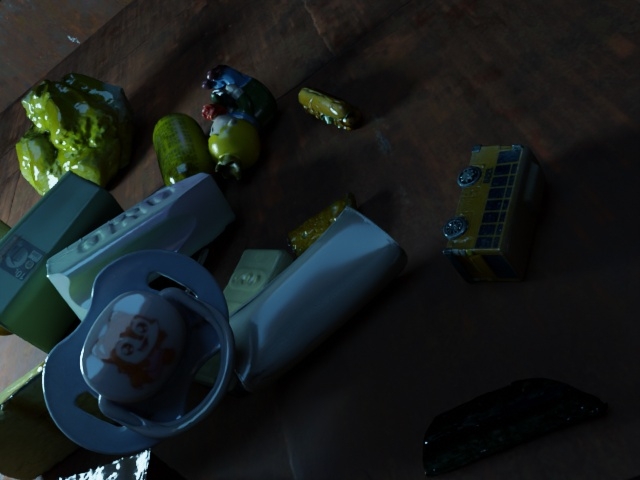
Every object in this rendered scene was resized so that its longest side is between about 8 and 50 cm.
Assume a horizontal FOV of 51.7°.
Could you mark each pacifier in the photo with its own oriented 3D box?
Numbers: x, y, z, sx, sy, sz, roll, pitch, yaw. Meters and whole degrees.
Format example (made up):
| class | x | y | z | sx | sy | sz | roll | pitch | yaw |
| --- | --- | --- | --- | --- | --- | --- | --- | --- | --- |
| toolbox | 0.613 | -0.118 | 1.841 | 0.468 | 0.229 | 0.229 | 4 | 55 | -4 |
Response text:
| class | x | y | z | sx | sy | sz | roll | pitch | yaw |
| --- | --- | --- | --- | --- | --- | --- | --- | --- | --- |
| pacifier | -0.255 | 0.170 | 0.989 | 0.300 | 0.244 | 0.233 | -61 | 5 | -14 |

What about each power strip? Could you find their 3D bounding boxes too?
| class | x | y | z | sx | sy | sz | roll | pitch | yaw |
| --- | --- | --- | --- | --- | --- | --- | --- | --- | --- |
| power strip | -0.124 | 0.123 | 1.088 | 0.105 | 0.070 | 0.257 | 2 | 56 | 42 |

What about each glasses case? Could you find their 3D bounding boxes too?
| class | x | y | z | sx | sy | sz | roll | pitch | yaw |
| --- | --- | --- | --- | --- | --- | --- | --- | --- | --- |
| glasses case | -0.016 | 0.087 | 0.988 | 0.308 | 0.083 | 0.128 | -41 | 67 | 4 |

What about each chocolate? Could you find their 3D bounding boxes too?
| class | x | y | z | sx | sy | sz | roll | pitch | yaw |
| --- | --- | --- | --- | --- | --- | --- | --- | --- | --- |
| chocolate | -0.333 | 0.412 | 0.984 | 0.321 | 0.112 | 0.112 | -26 | 39 | 24 |

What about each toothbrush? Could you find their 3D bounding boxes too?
| class | x | y | z | sx | sy | sz | roll | pitch | yaw |
| --- | --- | --- | --- | --- | --- | --- | --- | --- | --- |
| toothbrush | -0.261 | 0.098 | 1.272 | 0.017 | 0.022 | 0.204 | -21 | 41 | 50 |

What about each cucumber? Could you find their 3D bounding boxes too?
| class | x | y | z | sx | sy | sz | roll | pitch | yaw |
| --- | --- | --- | --- | --- | --- | --- | --- | --- | --- |
| cucumber | 0.206 | 0.196 | 0.748 | 0.220 | 0.046 | 0.070 | -28 | 33 | 21 |

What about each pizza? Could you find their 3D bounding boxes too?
| class | x | y | z | sx | sy | sz | roll | pitch | yaw |
| --- | --- | --- | --- | --- | --- | --- | --- | --- | --- |
| pizza | 0.000 | 0.000 | 1.109 | 0.130 | 0.041 | 0.178 | -11 | 50 | 32 |

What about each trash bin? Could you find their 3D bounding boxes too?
| class | x | y | z | sx | sy | sz | roll | pitch | yaw |
| --- | --- | --- | --- | --- | --- | --- | --- | --- | --- |
| trash bin | -0.579 | 0.041 | 1.431 | 0.158 | 0.223 | 0.344 | 26 | 70 | 17 |

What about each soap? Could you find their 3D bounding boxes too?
| class | x | y | z | sx | sy | sz | roll | pitch | yaw |
| --- | --- | --- | --- | --- | --- | --- | --- | --- | --- |
| soap | -0.344 | 0.001 | 1.280 | 0.347 | 0.115 | 0.208 | -34 | 21 | -13 |

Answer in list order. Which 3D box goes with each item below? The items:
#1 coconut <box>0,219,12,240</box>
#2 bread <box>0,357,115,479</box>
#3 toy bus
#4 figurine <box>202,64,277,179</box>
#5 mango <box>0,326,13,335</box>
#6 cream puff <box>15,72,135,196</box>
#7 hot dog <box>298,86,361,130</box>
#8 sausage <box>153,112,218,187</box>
| class | x | y | z | sx | sy | sz | roll | pitch | yaw |
| --- | --- | --- | --- | --- | --- | --- | --- | --- | --- |
| coconut | -0.840 | 0.066 | 1.644 | 0.239 | 0.244 | 0.239 | -25 | 41 | 24 |
| bread | -0.519 | 0.240 | 1.227 | 0.345 | 0.242 | 0.405 | -42 | 41 | -1 |
| toy bus | 0.239 | -0.041 | 0.890 | 0.103 | 0.091 | 0.182 | -2 | 57 | 39 |
| figurine | -0.198 | -0.251 | 1.409 | 0.127 | 0.185 | 0.234 | -20 | 39 | 56 |
| mango | -0.710 | 0.150 | 1.558 | 0.090 | 0.115 | 0.178 | 24 | 56 | 19 |
| cream puff | -0.697 | -0.293 | 1.819 | 0.378 | 0.275 | 0.378 | -23 | 46 | 26 |
| hot dog | 0.013 | -0.264 | 1.316 | 0.188 | 0.072 | 0.055 | 36 | 104 | 52 |
| sausage | -0.306 | -0.189 | 1.490 | 0.123 | 0.123 | 0.347 | -39 | 39 | 8 |
